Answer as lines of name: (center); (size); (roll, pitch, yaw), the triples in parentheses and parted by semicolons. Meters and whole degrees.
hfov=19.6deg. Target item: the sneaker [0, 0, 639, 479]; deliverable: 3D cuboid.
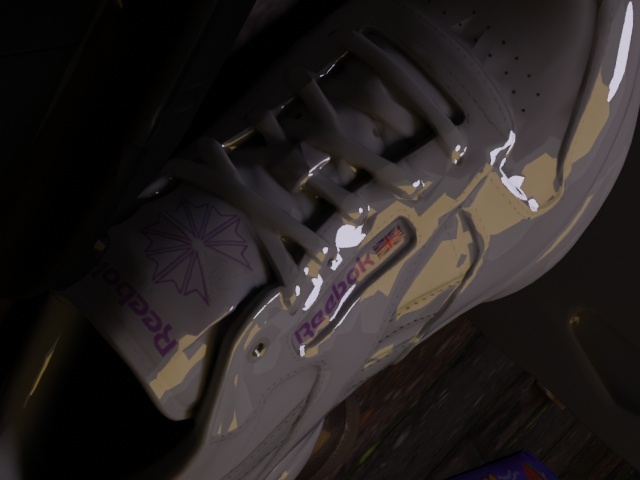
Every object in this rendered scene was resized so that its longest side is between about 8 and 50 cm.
sneaker: (0.000, 0.000, 0.620); (0.305, 0.114, 0.152); (-50, 165, 8)

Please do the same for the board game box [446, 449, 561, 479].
board game box: (0.096, 0.314, 1.657); (0.233, 0.078, 0.347); (-52, 163, 13)

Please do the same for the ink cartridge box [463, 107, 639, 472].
ink cartridge box: (0.271, -0.009, 0.996); (0.384, 0.279, 0.160); (-25, 151, -53)

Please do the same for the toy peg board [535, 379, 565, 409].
toy peg board: (0.278, 0.100, 1.628); (0.161, 0.079, 0.160); (-48, 164, 1)

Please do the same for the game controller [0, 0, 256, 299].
game controller: (-0.050, -0.102, 0.386); (0.166, 0.067, 0.319); (-7, 138, -45)

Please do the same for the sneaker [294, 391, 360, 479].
sneaker: (-0.065, 0.125, 0.872); (0.188, 0.066, 0.071); (-50, 139, 12)
